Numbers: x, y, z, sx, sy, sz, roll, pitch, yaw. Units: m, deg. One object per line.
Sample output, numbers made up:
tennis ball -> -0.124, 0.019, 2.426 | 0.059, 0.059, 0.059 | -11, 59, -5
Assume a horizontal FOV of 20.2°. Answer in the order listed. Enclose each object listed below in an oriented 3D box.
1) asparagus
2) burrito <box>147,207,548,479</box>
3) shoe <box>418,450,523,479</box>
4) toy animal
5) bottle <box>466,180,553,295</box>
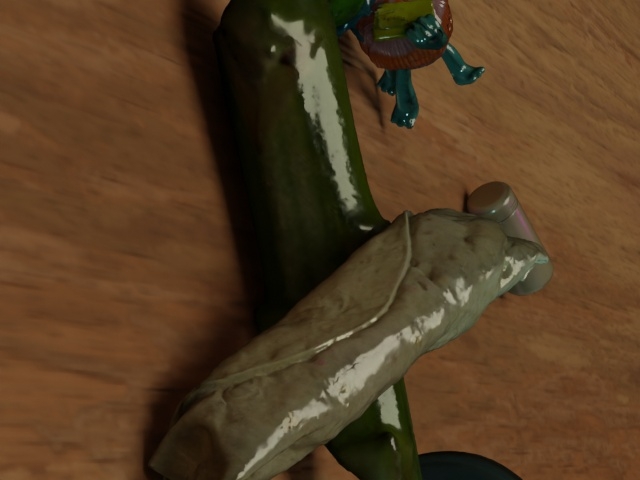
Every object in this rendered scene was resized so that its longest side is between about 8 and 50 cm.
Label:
asparagus -> -0.001, 0.000, 1.024 | 0.082, 0.085, 0.343 | -7, 84, -67
burrito -> 0.014, 0.054, 0.923 | 0.275, 0.082, 0.059 | -36, 125, -39
shoe -> 0.095, 0.247, 1.070 | 0.093, 0.108, 0.241 | -11, 90, -73
toy animal -> 0.048, -0.142, 1.217 | 0.100, 0.103, 0.208 | -55, 151, -4
bottle -> 0.155, -0.002, 1.471 | 0.096, 0.045, 0.045 | 60, 25, -33
